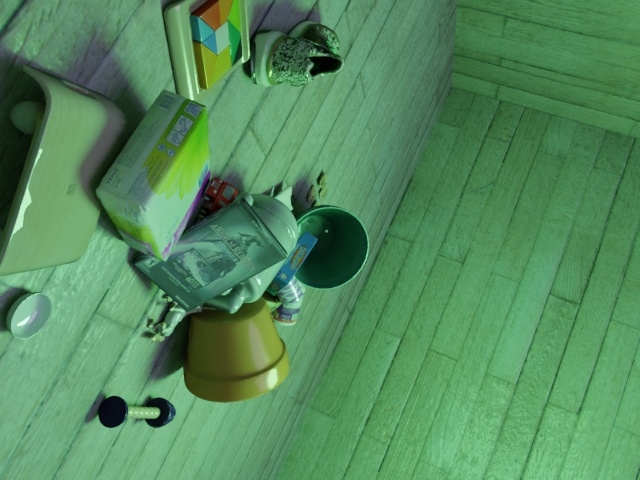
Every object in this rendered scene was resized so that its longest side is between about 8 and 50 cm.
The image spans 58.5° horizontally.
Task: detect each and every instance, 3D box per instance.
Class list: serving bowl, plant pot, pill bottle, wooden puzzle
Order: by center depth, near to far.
[{"bbox_3d":[-0.493,0.122,0.958,0.083,0.027,0.083,-57,160,-34],"label":"serving bowl"},{"bbox_3d":[-0.214,-0.411,1.161,0.239,0.044,0.221,-55,158,-38],"label":"wooden puzzle"},{"bbox_3d":[-0.235,0.268,1.542,0.291,0.290,0.204,-40,131,-58],"label":"plant pot"},{"bbox_3d":[0.000,0.000,1.986,0.195,0.290,0.290,-128,-128,-67],"label":"plant pot"},{"bbox_3d":[-0.117,0.201,2.066,0.108,0.108,0.193,-25,134,-66],"label":"pill bottle"}]

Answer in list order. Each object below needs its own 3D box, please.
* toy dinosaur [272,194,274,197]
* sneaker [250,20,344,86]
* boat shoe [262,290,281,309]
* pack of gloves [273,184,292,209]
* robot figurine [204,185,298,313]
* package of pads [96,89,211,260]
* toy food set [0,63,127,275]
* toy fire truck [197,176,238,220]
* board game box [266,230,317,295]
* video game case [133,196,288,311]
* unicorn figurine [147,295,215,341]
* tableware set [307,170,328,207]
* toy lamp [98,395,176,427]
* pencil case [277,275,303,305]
[{"bbox_3d":[-0.179,-0.048,1.712,0.092,0.053,0.183,48,56,-55],"label":"toy dinosaur"},{"bbox_3d":[-0.016,-0.460,1.472,0.410,0.182,0.158,-45,151,-53],"label":"sneaker"},{"bbox_3d":[-0.196,0.204,1.834,0.089,0.104,0.285,-51,164,-1],"label":"boat shoe"},{"bbox_3d":[-0.117,-0.038,1.724,0.232,0.046,0.195,-45,134,-57],"label":"pack of gloves"},{"bbox_3d":[-0.187,0.019,1.478,0.353,0.199,0.300,-57,152,-34],"label":"robot figurine"},{"bbox_3d":[-0.296,-0.104,1.060,0.296,0.101,0.229,112,3,-69],"label":"package of pads"},{"bbox_3d":[-0.418,-0.093,0.870,0.220,0.092,0.306,-23,134,-82],"label":"toy food set"},{"bbox_3d":[-0.197,-0.053,1.260,0.047,0.135,0.192,-68,-172,-30],"label":"toy fire truck"},{"bbox_3d":[-0.092,0.071,1.674,0.160,0.047,0.210,-57,-174,-20],"label":"board game box"},{"bbox_3d":[-0.234,0.038,1.247,0.196,0.274,0.026,55,11,-43],"label":"video game case"},{"bbox_3d":[-0.355,0.185,1.404,0.162,0.060,0.111,-41,154,-8],"label":"unicorn figurine"},{"bbox_3d":[-0.006,-0.173,2.116,0.141,0.020,0.169,-62,162,-22],"label":"tableware set"},{"bbox_3d":[-0.435,0.421,1.403,0.080,0.080,0.275,-65,164,-11],"label":"toy lamp"},{"bbox_3d":[-0.127,0.110,1.847,0.088,0.086,0.206,-77,148,-64],"label":"pencil case"}]
